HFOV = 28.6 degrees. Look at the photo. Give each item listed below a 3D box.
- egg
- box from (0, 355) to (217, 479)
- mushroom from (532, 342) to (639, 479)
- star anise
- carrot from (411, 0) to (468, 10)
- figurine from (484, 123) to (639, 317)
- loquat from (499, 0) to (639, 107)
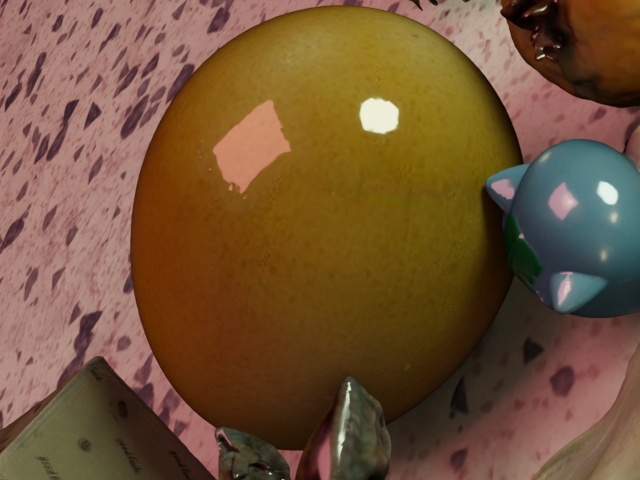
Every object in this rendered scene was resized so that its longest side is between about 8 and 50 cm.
[{"bbox_3d":[0.000,0.000,0.830,0.250,0.250,0.322,-98,20,-48],"label":"egg"},{"bbox_3d":[-0.198,0.273,0.834,0.190,0.225,0.297,-34,11,39],"label":"box"},{"bbox_3d":[0.181,0.092,0.679,0.202,0.054,0.059,-55,23,21],"label":"mushroom"},{"bbox_3d":[0.021,0.216,0.715,0.283,0.129,0.212,43,117,27],"label":"star anise"},{"bbox_3d":[0.076,-0.360,1.089,0.214,0.193,0.331,-19,48,29],"label":"carrot"},{"bbox_3d":[0.191,-0.021,0.716,0.178,0.144,0.114,-33,70,8],"label":"figurine"},{"bbox_3d":[0.201,-0.172,0.735,0.234,0.176,0.187,-42,-11,-19],"label":"loquat"}]
